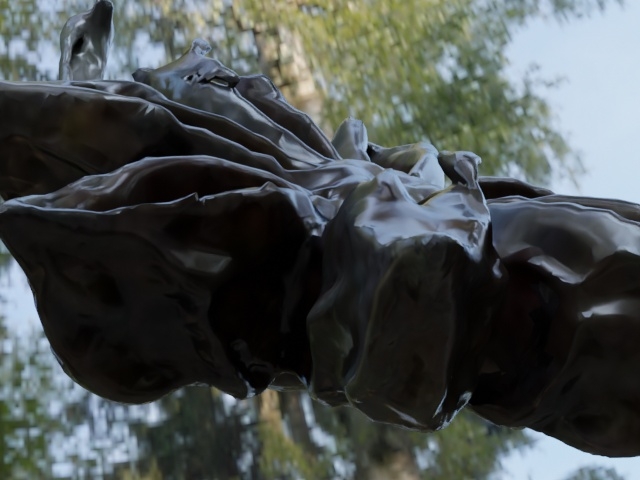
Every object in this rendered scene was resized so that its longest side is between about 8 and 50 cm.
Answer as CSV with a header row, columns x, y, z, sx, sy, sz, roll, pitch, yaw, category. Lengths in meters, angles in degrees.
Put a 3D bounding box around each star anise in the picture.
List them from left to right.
x,y,z,sx,sy,sz,roll,pitch,yaw,category
0.001,0.000,0.438,0.230,0.262,0.081,-6,-69,-46,star anise
